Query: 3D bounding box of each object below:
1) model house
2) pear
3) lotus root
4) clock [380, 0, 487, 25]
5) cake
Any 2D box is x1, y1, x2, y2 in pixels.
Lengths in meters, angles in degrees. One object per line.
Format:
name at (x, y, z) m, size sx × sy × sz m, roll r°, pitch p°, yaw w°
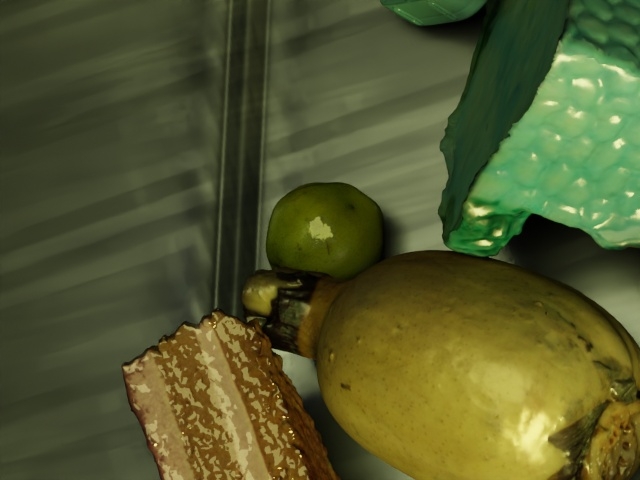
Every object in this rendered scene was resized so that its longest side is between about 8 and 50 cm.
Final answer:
model house at (0.234, -0.099, 1.339) m, size 0.241 × 0.226 × 0.261 m, roll 18°, pitch 43°, yaw -6°
pear at (0.000, 0.000, 1.436) m, size 0.092 × 0.092 × 0.097 m, roll 27°, pitch 86°, yaw 22°
lotus root at (0.084, 0.086, 1.339) m, size 0.310 × 0.183 × 0.182 m, roll 20°, pitch 85°, yaw 28°
clock at (0.107, -0.239, 1.450) m, size 0.108 × 0.045 × 0.147 m, roll 2°, pitch 68°, yaw 60°
cake at (-0.043, 0.196, 1.332) m, size 0.116 × 0.113 × 0.295 m, roll -23°, pitch 95°, yaw 12°
